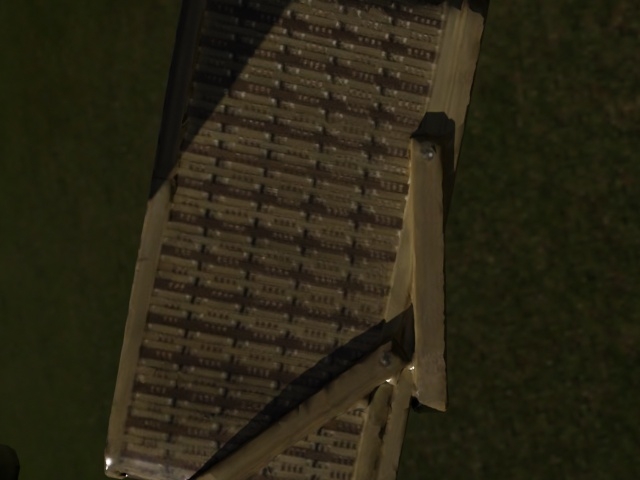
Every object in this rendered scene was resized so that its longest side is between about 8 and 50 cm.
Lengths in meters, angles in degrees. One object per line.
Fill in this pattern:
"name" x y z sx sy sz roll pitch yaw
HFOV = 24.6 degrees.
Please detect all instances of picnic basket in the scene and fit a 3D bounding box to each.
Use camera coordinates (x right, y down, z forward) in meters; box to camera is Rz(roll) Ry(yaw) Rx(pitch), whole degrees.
"picnic basket" 0.000 0.000 0.865 0.228 0.175 0.312 -39 -41 -86

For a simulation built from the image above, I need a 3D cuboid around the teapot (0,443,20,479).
"teapot" -0.309 0.069 0.611 0.337 0.200 0.270 43 160 -17
